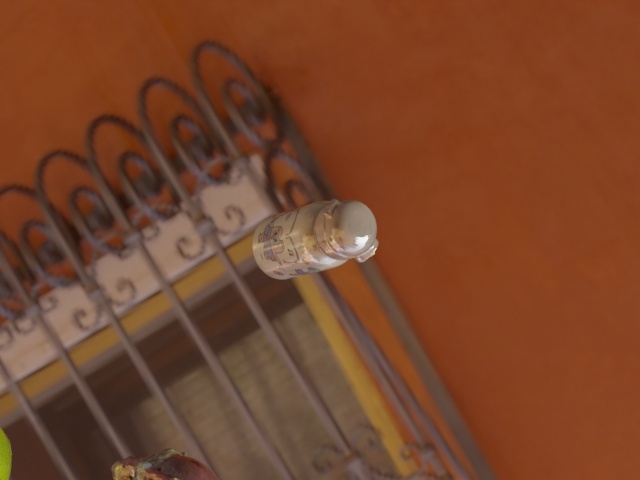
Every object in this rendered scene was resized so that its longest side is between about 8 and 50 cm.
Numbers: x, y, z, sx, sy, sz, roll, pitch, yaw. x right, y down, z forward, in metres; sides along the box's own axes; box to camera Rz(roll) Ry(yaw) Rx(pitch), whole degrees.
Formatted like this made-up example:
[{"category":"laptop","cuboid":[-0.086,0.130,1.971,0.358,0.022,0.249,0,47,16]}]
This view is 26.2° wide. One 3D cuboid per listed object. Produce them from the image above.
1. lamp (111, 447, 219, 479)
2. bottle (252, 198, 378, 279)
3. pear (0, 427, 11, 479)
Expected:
[{"category":"lamp","cuboid":[-0.165,0.321,1.438,0.151,0.223,0.215,-27,-173,-41]},{"category":"bottle","cuboid":[0.000,0.000,1.936,0.209,0.110,0.097,-13,-141,55]},{"category":"pear","cuboid":[-0.555,0.335,1.996,0.187,0.187,0.219,-32,168,19]}]
